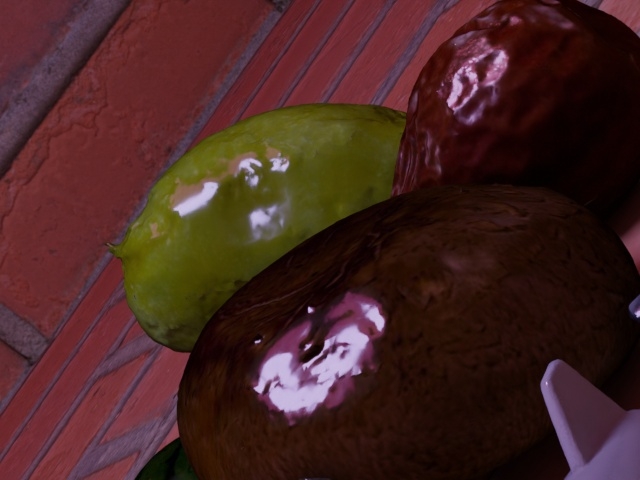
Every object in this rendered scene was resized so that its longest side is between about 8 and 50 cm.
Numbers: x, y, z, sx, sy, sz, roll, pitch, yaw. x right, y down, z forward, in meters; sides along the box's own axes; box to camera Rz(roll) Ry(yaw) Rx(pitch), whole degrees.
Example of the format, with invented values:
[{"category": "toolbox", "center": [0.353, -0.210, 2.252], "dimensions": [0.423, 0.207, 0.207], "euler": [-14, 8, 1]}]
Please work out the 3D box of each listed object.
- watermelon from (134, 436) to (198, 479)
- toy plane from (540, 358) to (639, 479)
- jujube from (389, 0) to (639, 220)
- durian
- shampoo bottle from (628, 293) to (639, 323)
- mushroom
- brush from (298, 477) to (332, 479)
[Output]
[{"category": "watermelon", "center": [-0.095, 0.224, 1.615], "dimensions": [0.204, 0.127, 0.232], "euler": [-48, 6, 33]}, {"category": "toy plane", "center": [0.125, 0.182, 0.940], "dimensions": [0.267, 0.122, 0.267], "euler": [-49, 14, 17]}, {"category": "jujube", "center": [0.145, -0.060, 1.484], "dimensions": [0.190, 0.190, 0.255], "euler": [-79, 11, -66]}, {"category": "durian", "center": [0.000, 0.000, 1.665], "dimensions": [0.204, 0.339, 0.256], "euler": [-115, 39, -56]}, {"category": "shampoo bottle", "center": [0.294, -0.062, 1.159], "dimensions": [0.309, 0.071, 0.098], "euler": [-48, 13, 12]}, {"category": "mushroom", "center": [0.055, 0.078, 1.304], "dimensions": [0.345, 0.239, 0.345], "euler": [-20, 34, 14]}, {"category": "brush", "center": [0.014, 0.232, 1.158], "dimensions": [0.034, 0.190, 0.027], "euler": [-8, -2, 43]}]
